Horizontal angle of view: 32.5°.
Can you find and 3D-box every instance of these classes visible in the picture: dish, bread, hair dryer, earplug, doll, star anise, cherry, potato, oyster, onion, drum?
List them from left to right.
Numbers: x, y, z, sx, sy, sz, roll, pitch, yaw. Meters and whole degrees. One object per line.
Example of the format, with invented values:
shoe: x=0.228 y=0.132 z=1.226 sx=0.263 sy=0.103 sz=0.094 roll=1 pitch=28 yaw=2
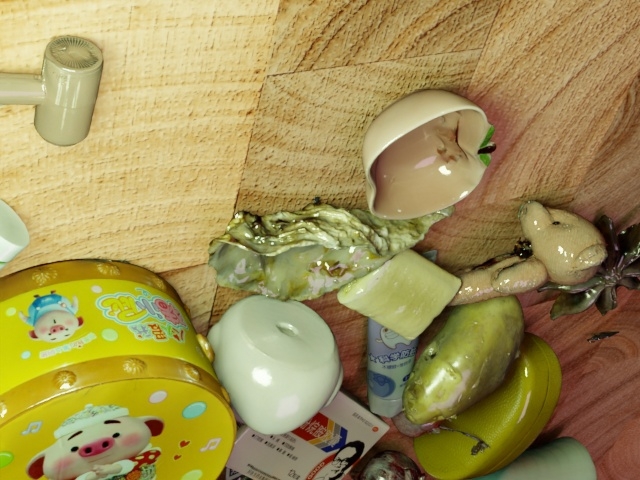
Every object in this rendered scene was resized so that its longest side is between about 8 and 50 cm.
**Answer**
hair dryer: x=-0.326 y=-0.157 z=1.157 sx=0.182 sy=0.064 sz=0.117 roll=-1 pitch=137 yaw=-26
drum: x=-0.339 y=0.243 z=1.480 sx=0.431 sy=0.214 sz=0.431 roll=-20 pitch=141 yaw=-17
doll: x=-0.084 y=0.205 z=1.648 sx=0.221 sy=0.251 sz=0.221 roll=-3 pitch=121 yaw=-6
oyster: x=-0.001 y=0.011 z=1.597 sx=0.396 sy=0.111 sz=0.204 roll=-6 pitch=155 yaw=-34
onion: x=0.148 y=0.490 z=2.296 sx=0.098 sy=0.151 sz=0.206 roll=-66 pitch=158 yaw=-9
bread: x=0.125 y=0.075 z=1.755 sx=0.139 sy=0.060 sz=0.178 roll=-49 pitch=131 yaw=10
dish: x=0.137 y=-0.130 z=1.517 sx=0.213 sy=0.090 sz=0.213 roll=-19 pitch=143 yaw=-15
cherry: x=0.215 y=0.354 z=2.110 sx=0.225 sy=0.090 sz=0.107 roll=43 pitch=105 yaw=-11
potato: x=0.255 y=0.213 z=1.936 sx=0.296 sy=0.141 sz=0.191 roll=-45 pitch=156 yaw=-18
doll: x=0.323 y=0.020 z=1.837 sx=0.303 sy=0.156 sz=0.201 roll=-15 pitch=-172 yaw=7
earplug: x=0.472 y=0.577 z=2.603 sx=0.324 sy=0.185 sz=0.185 roll=-3 pitch=137 yaw=-27
star anise: x=0.532 y=0.055 z=2.053 sx=0.288 sy=0.088 sz=0.288 roll=-8 pitch=134 yaw=-9

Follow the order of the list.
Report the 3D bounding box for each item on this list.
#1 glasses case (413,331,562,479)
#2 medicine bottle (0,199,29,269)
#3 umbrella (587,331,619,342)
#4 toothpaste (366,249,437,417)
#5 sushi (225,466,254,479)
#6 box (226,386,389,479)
glasses case: x=0.348 y=0.348 z=2.201 sx=0.141 sy=0.173 sz=0.371 roll=2 pitch=133 yaw=-41
medicine bottle: x=-0.433 y=0.032 z=1.277 sx=0.183 sy=0.086 sz=0.086 roll=-41 pitch=145 yaw=12
umbrella: x=0.609 y=0.206 z=2.368 sx=0.122 sy=0.022 sz=0.013 roll=-9 pitch=115 yaw=-46
toothpaste: x=0.126 y=0.162 z=1.902 sx=0.125 sy=0.080 sz=0.371 roll=-14 pitch=134 yaw=-18
sushi: x=-0.097 y=0.405 z=2.035 sx=0.215 sy=0.050 sz=0.192 roll=-23 pitch=136 yaw=-28
box: x=-0.033 y=0.343 z=1.950 sx=0.214 sy=0.069 sz=0.353 roll=-47 pitch=144 yaw=0
